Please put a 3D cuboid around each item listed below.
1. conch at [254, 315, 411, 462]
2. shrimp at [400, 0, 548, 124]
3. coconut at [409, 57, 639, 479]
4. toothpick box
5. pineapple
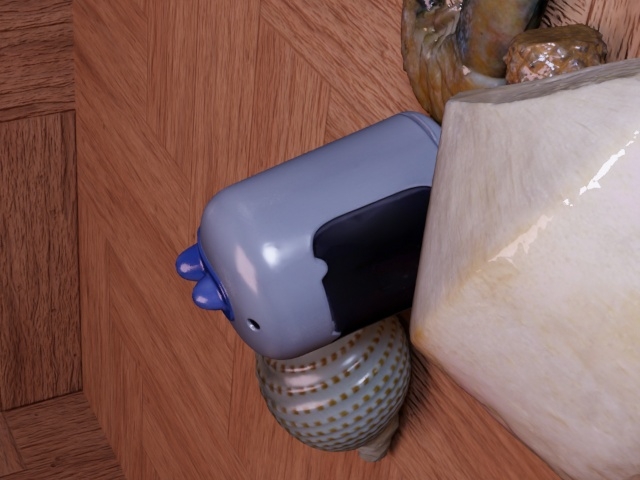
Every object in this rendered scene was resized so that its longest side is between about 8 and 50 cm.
[{"bbox_3d":[0.005,0.197,1.802,0.303,0.215,0.319,-122,30,-55],"label":"conch"},{"bbox_3d":[0.181,-0.309,1.349,0.445,0.085,0.272,123,134,-62],"label":"shrimp"},{"bbox_3d":[0.262,0.011,1.013,0.415,0.344,0.415,22,130,28],"label":"coconut"},{"bbox_3d":[0.000,0.000,1.492,0.263,0.354,0.263,58,163,29],"label":"toothpick box"},{"bbox_3d":[0.240,-0.105,1.264,0.111,0.119,0.237,-122,27,-61],"label":"pineapple"}]
